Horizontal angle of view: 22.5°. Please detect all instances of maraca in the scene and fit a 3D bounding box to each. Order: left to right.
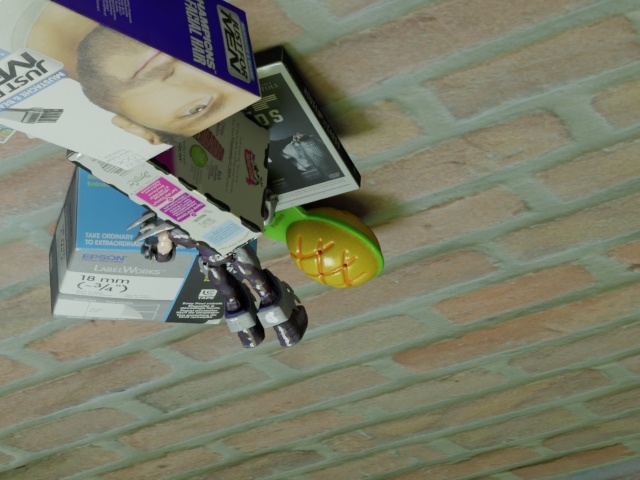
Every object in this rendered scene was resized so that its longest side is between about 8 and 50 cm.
[{"bbox_3d":[0.000,0.000,2.174,0.185,0.099,0.127,28,145,-6],"label":"maraca"}]

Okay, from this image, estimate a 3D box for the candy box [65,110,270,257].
[{"bbox_3d":[-0.164,-0.107,1.795,0.233,0.159,0.071,34,132,-32],"label":"candy box"}]

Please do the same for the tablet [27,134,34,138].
[{"bbox_3d":[-0.316,-0.141,1.929,0.083,0.006,0.054,-7,154,6],"label":"tablet"}]

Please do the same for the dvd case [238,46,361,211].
[{"bbox_3d":[-0.078,-0.121,1.925,0.179,0.030,0.239,-15,139,18],"label":"dvd case"}]

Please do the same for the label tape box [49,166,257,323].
[{"bbox_3d":[-0.215,-0.004,2.112,0.240,0.106,0.334,3,153,-16],"label":"label tape box"}]

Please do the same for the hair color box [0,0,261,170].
[{"bbox_3d":[-0.231,-0.182,1.474,0.185,0.110,0.339,-25,156,29],"label":"hair color box"}]

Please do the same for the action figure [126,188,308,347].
[{"bbox_3d":[-0.122,0.015,1.990,0.185,0.099,0.285,-14,129,22],"label":"action figure"}]

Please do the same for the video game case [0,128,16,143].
[{"bbox_3d":[-0.381,-0.156,1.875,0.087,0.011,0.122,19,145,-31],"label":"video game case"}]

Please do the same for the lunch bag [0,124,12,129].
[{"bbox_3d":[-0.347,-0.185,1.733,0.128,0.096,0.151,3,162,-16],"label":"lunch bag"}]
